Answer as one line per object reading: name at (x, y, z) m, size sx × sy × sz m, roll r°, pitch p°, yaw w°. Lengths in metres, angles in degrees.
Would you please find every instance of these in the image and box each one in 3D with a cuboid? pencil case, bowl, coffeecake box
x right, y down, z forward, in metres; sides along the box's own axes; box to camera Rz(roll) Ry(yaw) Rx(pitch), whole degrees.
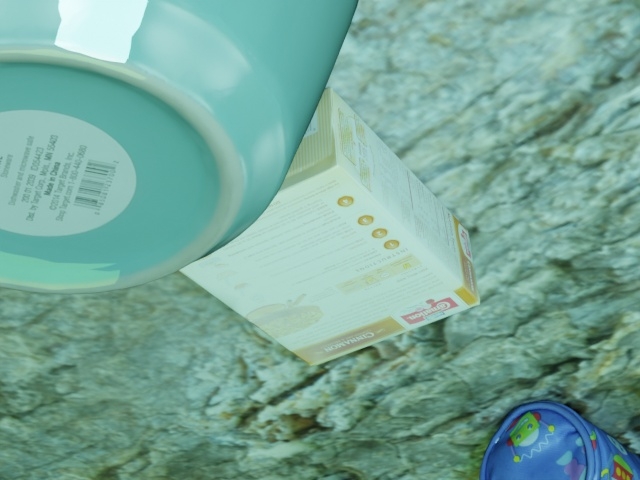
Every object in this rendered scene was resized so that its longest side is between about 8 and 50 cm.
pencil case at (0.273, 0.258, 1.095) m, size 0.119 × 0.133 × 0.306 m, roll -36°, pitch 134°, yaw 22°
bowl at (-0.126, -0.088, 0.570) m, size 0.311 × 0.163 × 0.311 m, roll -3°, pitch 143°, yaw -2°
coffeecake box at (0.000, 0.000, 0.775) m, size 0.142 × 0.068 × 0.185 m, roll -23°, pitch 139°, yaw 24°
